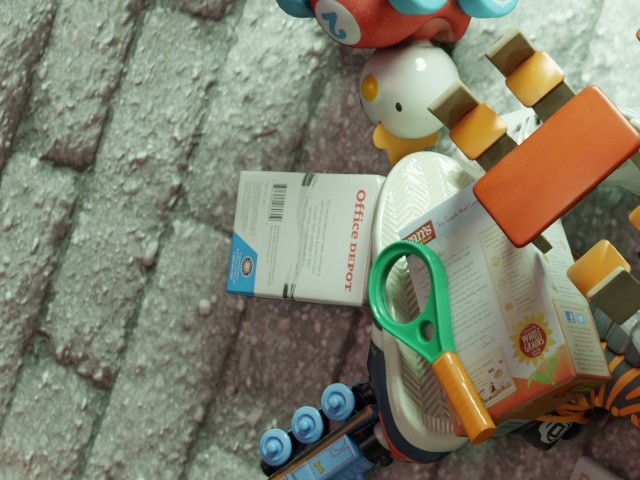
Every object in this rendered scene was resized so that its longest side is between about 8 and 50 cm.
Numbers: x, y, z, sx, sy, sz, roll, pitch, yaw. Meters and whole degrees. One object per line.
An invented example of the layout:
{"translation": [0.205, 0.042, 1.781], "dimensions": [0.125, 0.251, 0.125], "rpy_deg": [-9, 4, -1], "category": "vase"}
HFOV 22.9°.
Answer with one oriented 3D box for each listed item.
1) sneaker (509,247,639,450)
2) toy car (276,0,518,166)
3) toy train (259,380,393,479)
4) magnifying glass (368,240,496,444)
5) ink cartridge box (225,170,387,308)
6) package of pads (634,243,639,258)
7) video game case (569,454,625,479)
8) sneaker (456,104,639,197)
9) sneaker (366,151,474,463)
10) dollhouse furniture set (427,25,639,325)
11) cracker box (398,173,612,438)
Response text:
{"translation": [0.289, 0.156, 1.564], "dimensions": [0.321, 0.124, 0.180], "rpy_deg": [46, 114, 45], "category": "sneaker"}
{"translation": [0.082, -0.197, 1.735], "dimensions": [0.219, 0.210, 0.238], "rpy_deg": [7, 98, 48], "category": "toy car"}
{"translation": [0.013, 0.233, 1.774], "dimensions": [0.184, 0.080, 0.105], "rpy_deg": [-38, 70, 23], "category": "toy train"}
{"translation": [0.112, 0.098, 1.559], "dimensions": [0.092, 0.026, 0.231], "rpy_deg": [-47, 51, 29], "category": "magnifying glass"}
{"translation": [0.000, 0.000, 1.818], "dimensions": [0.203, 0.086, 0.148], "rpy_deg": [5, 85, 37], "category": "ink cartridge box"}
{"translation": [0.359, 0.003, 1.580], "dimensions": [0.083, 0.032, 0.050], "rpy_deg": [-42, 56, 23], "category": "package of pads"}
{"translation": [0.283, 0.347, 1.534], "dimensions": [0.193, 0.023, 0.212], "rpy_deg": [36, 113, 48], "category": "video game case"}
{"translation": [0.252, -0.103, 1.612], "dimensions": [0.297, 0.129, 0.111], "rpy_deg": [1, 76, 44], "category": "sneaker"}
{"translation": [0.103, 0.077, 1.713], "dimensions": [0.148, 0.131, 0.350], "rpy_deg": [115, 162, -61], "category": "sneaker"}
{"translation": [0.254, -0.102, 1.429], "dimensions": [0.259, 0.135, 0.262], "rpy_deg": [-42, 60, 9], "category": "dollhouse furniture set"}
{"translation": [0.178, 0.060, 1.560], "dimensions": [0.155, 0.067, 0.232], "rpy_deg": [-34, 61, 37], "category": "cracker box"}
